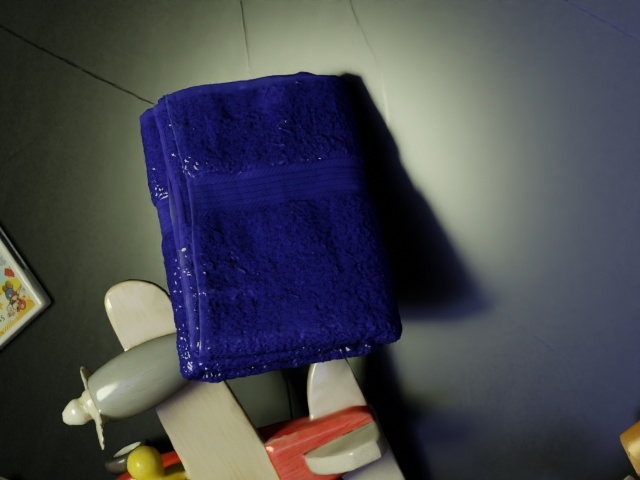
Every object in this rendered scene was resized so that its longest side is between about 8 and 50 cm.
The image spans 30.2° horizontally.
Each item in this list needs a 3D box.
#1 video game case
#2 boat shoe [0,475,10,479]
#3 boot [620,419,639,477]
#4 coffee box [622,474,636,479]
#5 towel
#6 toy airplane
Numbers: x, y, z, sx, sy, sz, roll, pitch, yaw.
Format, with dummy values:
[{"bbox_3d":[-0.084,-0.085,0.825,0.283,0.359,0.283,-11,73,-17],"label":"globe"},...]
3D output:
[{"bbox_3d":[-0.472,0.062,1.507,0.227,0.026,0.206,-40,80,22],"label":"video game case"},{"bbox_3d":[-0.313,0.414,1.435,0.335,0.112,0.096,34,113,20],"label":"boat shoe"},{"bbox_3d":[0.372,0.138,1.108,0.211,0.104,0.295,-28,89,24],"label":"boot"},{"bbox_3d":[0.332,0.394,1.117,0.297,0.119,0.168,44,139,13],"label":"coffee box"},{"bbox_3d":[-0.054,-0.024,1.189,0.227,0.076,0.308,-11,68,-2],"label":"towel"},{"bbox_3d":[-0.100,0.274,1.233,0.386,0.272,0.384,23,110,11],"label":"toy airplane"}]
